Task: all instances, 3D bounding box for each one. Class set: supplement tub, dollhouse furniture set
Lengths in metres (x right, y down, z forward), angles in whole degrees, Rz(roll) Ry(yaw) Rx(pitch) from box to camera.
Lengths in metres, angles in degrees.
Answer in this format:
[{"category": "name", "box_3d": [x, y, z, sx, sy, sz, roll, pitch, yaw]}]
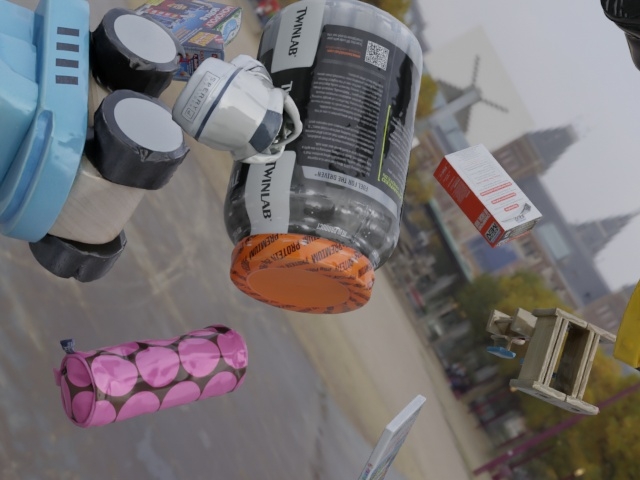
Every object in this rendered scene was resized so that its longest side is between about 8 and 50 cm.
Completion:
[{"category": "supplement tub", "box_3d": [0.003, -0.098, 1.259, 0.207, 0.207, 0.337, 55, 40, -57]}, {"category": "dollhouse furniture set", "box_3d": [0.353, 0.190, 1.684, 0.129, 0.129, 0.184, 25, -14, -19]}]

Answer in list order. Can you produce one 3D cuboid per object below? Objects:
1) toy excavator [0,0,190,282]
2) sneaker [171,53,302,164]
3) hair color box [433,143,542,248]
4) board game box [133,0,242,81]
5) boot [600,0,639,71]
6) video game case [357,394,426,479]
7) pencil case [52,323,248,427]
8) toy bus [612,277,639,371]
[{"category": "toy excavator", "box_3d": [-0.400, -0.212, 1.202, 0.445, 0.222, 0.432, 17, 43, -29]}, {"category": "sneaker", "box_3d": [-0.066, -0.107, 0.953, 0.091, 0.094, 0.258, 35, 11, -2]}, {"category": "hair color box", "box_3d": [0.276, -0.076, 1.766, 0.167, 0.093, 0.053, 54, -37, 23]}, {"category": "board game box", "box_3d": [-0.202, -0.295, 1.581, 0.194, 0.194, 0.060, -50, 150, -47]}, {"category": "boot", "box_3d": [0.511, -0.272, 1.418, 0.247, 0.094, 0.207, 19, -5, 36]}, {"category": "video game case", "box_3d": [0.063, 0.219, 1.074, 0.011, 0.122, 0.087, 32, 27, 17]}, {"category": "pencil case", "box_3d": [-0.190, 0.146, 1.199, 0.098, 0.209, 0.095, 2, -85, 51]}, {"category": "toy bus", "box_3d": [0.438, 0.087, 1.071, 0.211, 0.149, 0.220, 30, 24, 35]}]
